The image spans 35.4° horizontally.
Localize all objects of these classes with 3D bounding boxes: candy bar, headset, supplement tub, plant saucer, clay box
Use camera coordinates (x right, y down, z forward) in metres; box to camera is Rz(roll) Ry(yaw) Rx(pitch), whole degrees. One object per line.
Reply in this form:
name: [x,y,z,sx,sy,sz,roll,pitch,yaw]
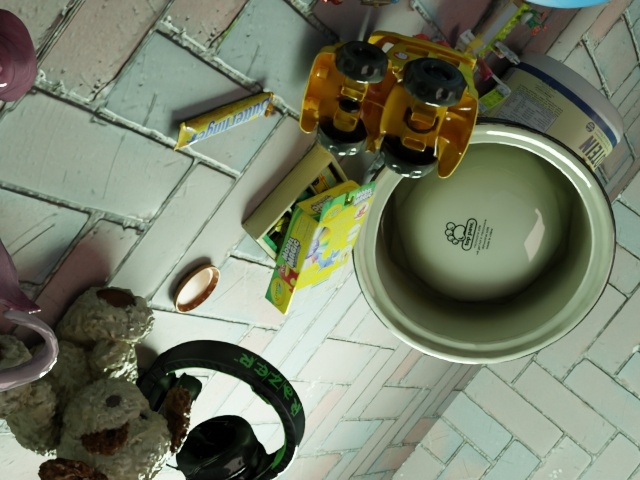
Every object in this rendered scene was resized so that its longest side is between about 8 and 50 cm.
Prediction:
candy bar: [-0.116,-0.148,1.220,0.161,0.018,0.040,-27,148,-40]
headset: [-0.201,0.304,1.477,0.394,0.243,0.185,-37,-165,36]
supplement tub: [0.354,-0.144,1.789,0.325,0.235,0.235,-51,157,3]
plant saucer: [-0.179,0.068,1.439,0.083,0.013,0.083,-40,156,-22]
clay box: [0.000,0.000,1.512,0.127,0.053,0.222,-26,146,-43]

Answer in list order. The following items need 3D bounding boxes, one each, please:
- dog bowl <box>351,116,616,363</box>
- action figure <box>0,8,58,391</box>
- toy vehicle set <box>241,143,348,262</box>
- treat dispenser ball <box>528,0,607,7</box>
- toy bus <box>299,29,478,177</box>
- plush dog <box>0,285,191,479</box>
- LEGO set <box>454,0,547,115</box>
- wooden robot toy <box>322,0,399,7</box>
dog bowl: [0.256,-0.014,1.617,0.408,0.407,0.150,-60,-173,22]
action figure: [-0.310,-0.061,0.717,0.248,0.276,0.370,-19,157,-40]
toy vehicle set: [-0.016,-0.029,1.556,0.166,0.035,0.267,-48,157,-4]
treat dispenser ball: [0.304,-0.427,1.206,0.288,0.288,0.288,-39,155,-23]
toy bus: [0.100,-0.213,1.344,0.211,0.220,0.149,-74,-179,-48]
plush dog: [-0.282,0.213,1.204,0.262,0.225,0.211,-26,147,-44]
LEGO set: [0.282,-0.294,1.564,0.287,0.107,0.132,-40,166,-11]
wooden robot toy: [0.034,-0.325,1.191,0.173,0.076,0.079,-6,97,-58]
